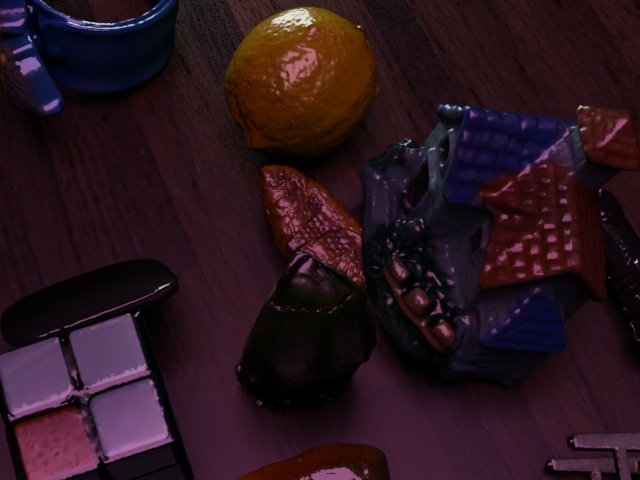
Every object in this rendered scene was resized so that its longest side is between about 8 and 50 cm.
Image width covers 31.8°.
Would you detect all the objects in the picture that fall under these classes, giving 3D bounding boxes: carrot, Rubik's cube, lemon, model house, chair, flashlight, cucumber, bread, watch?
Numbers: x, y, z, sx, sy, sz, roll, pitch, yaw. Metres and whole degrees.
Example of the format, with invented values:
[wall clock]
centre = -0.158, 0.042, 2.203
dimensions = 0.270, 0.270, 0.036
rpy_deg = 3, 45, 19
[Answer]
[carrot]
centre = -0.016, 0.284, 1.306
dimensions = 0.194, 0.087, 0.087
rpy_deg = -9, 64, -3
[Rubik's cube]
centre = -0.258, 0.207, 1.284
dimensions = 0.180, 0.183, 0.167
rpy_deg = -17, 64, -11
[lemon]
centre = -0.023, -0.210, 1.490
dimensions = 0.192, 0.192, 0.231
rpy_deg = 38, 75, 16
[model house]
centre = 0.220, -0.027, 1.305
dimensions = 0.252, 0.329, 0.294
rpy_deg = 12, 61, -18
[chair]
centre = 0.408, 0.295, 1.279
dimensions = 0.271, 0.136, 0.147
rpy_deg = -2, 65, -4
[flashlight]
centre = 0.398, 0.039, 1.434
dimensions = 0.093, 0.093, 0.232
rpy_deg = -20, 65, -11
[cucumber]
centre = -0.018, 0.120, 1.257
dimensions = 0.145, 0.325, 0.105
rpy_deg = 25, 66, 3
[bread]
centre = 0.000, 0.000, 1.447
dimensions = 0.233, 0.076, 0.105
rpy_deg = 44, 68, 9
[watch]
centre = -0.318, -0.307, 1.527
dimensions = 0.275, 0.241, 0.305
rpy_deg = -9, 63, -21

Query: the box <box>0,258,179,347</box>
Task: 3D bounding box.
[box]
centre = -0.280, 0.076, 1.355
dimensions = 0.213, 0.201, 0.042
rpy_deg = -20, 105, -13
